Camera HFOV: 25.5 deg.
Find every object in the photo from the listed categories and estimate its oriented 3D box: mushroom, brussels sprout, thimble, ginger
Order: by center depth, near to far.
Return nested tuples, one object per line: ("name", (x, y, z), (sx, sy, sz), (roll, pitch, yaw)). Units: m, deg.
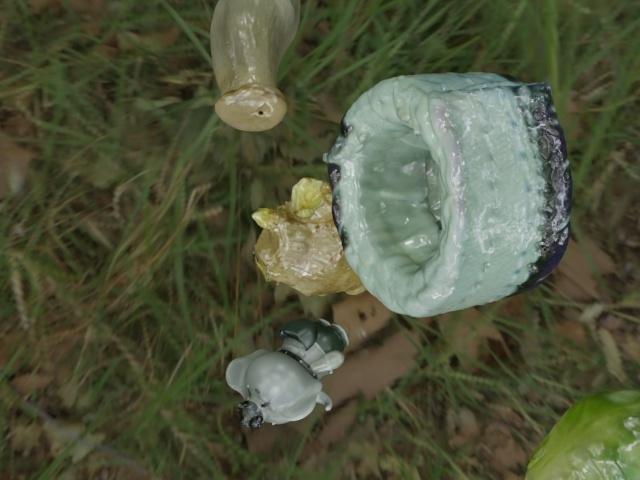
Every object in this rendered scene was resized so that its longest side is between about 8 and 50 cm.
("brussels sprout", (0.243, 0.193, 1.146), (0.155, 0.117, 0.155), (0, 84, -1))
("thimble", (0.121, -0.052, 1.310), (0.150, 0.237, 0.237), (-11, 97, -32))
("ginger", (0.000, 0.000, 1.711), (0.216, 0.102, 0.157), (18, 118, -42))
("mushroom", (-0.086, -0.236, 1.730), (0.096, 0.247, 0.108), (-32, 125, 32))

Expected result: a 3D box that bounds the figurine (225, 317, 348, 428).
("figurine", (-0.042, 0.186, 1.916), (0.192, 0.147, 0.126), (-41, 136, -30))
